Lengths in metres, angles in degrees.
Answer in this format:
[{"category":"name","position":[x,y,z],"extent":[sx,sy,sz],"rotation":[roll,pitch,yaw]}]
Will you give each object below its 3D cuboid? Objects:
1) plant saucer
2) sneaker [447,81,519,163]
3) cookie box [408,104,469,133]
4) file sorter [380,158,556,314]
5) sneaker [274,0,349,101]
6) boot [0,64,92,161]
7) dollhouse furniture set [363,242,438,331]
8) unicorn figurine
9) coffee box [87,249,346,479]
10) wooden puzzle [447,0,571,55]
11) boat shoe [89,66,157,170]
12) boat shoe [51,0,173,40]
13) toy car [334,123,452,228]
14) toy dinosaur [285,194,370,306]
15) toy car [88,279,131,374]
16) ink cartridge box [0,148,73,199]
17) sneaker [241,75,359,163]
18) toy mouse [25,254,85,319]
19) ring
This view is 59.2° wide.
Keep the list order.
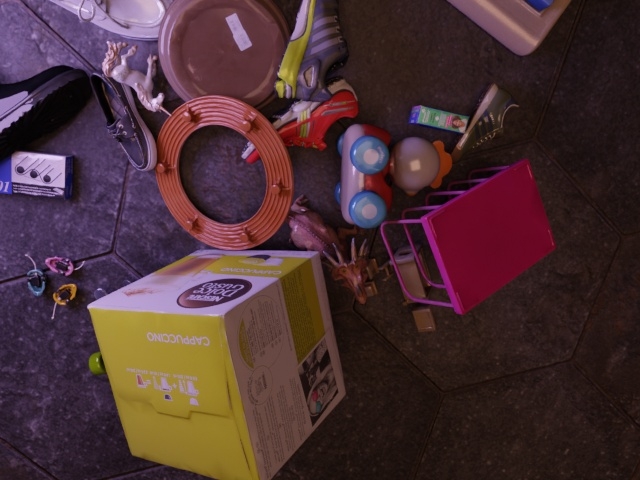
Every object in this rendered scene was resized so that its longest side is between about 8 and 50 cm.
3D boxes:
[{"category":"plant saucer","position":[-0.192,-0.385,1.154],"extent":[0.278,0.041,0.277],"rotation":[-4,117,-8]},{"category":"sneaker","position":[0.359,-0.241,1.228],"extent":[0.086,0.064,0.192],"rotation":[29,99,-4]},{"category":"cookie box","position":[0.252,-0.259,1.208],"extent":[0.107,0.092,0.040],"rotation":[11,101,-5]},{"category":"file sorter","position":[0.299,-0.014,1.170],"extent":[0.291,0.182,0.202],"rotation":[-29,104,-26]},{"category":"sneaker","position":[0.006,-0.408,1.129],"extent":[0.121,0.111,0.299],"rotation":[19,87,-4]},{"category":"boot","position":[-0.678,-0.322,1.147],"extent":[0.348,0.131,0.260],"rotation":[-35,88,-8]},{"category":"dollhouse furniture set","position":[0.180,0.116,1.322],"extent":[0.161,0.101,0.181],"rotation":[-11,107,27]},{"category":"unicorn figurine","position":[-0.375,-0.338,1.170],"extent":[0.162,0.060,0.111],"rotation":[18,89,-27]},{"category":"coffee box","position":[-0.192,0.227,1.138],"extent":[0.338,0.334,0.338],"rotation":[-1,107,31]},{"category":"wooden puzzle","position":[0.409,-0.606,1.127],"extent":[0.322,0.080,0.347],"rotation":[34,101,-10]},{"category":"boat shoe","position":[-0.420,-0.251,1.186],"extent":[0.080,0.076,0.228],"rotation":[-8,105,28]},{"category":"boat shoe","position":[-0.454,-0.499,1.090],"extent":[0.367,0.156,0.135],"rotation":[24,103,-8]},{"category":"toy car","position":[0.163,-0.136,1.177],"extent":[0.238,0.219,0.210],"rotation":[-1,105,-7]},{"category":"toy dinosaur","position":[0.000,0.000,1.212],"extent":[0.296,0.200,0.127],"rotation":[31,102,-8]},{"category":"toy car","position":[-0.449,0.190,1.288],"extent":[0.155,0.149,0.188],"rotation":[-16,93,13]},{"category":"ink cartridge box","position":[-0.655,-0.149,1.233],"extent":[0.207,0.046,0.097],"rotation":[7,103,-3]},{"category":"sneaker","position":[-0.041,-0.233,1.203],"extent":[0.279,0.107,0.118],"rotation":[-32,110,8]},{"category":"toy mouse","position":[-0.620,0.079,1.301],"extent":[0.143,0.031,0.161],"rotation":[44,99,-12]},{"category":"ring","position":[-0.214,-0.134,1.191],"extent":[0.337,0.032,0.336],"rotation":[8,113,20]}]
